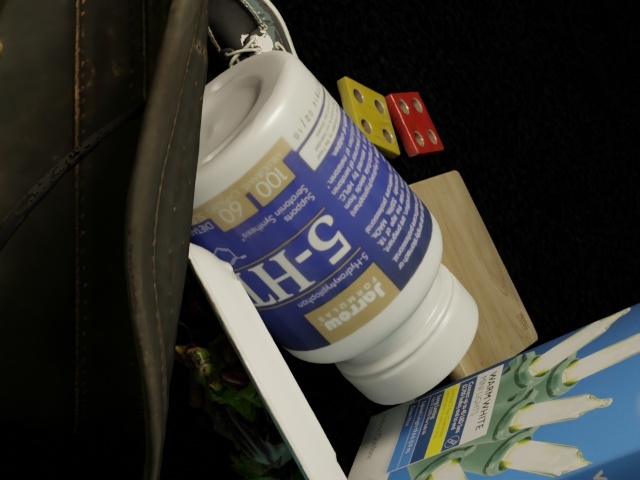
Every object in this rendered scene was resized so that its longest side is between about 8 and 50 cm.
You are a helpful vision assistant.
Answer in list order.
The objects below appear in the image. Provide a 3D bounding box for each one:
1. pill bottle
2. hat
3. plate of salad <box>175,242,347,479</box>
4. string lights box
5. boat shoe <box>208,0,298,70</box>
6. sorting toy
[{"bbox_3d":[0.000,0.000,0.722,0.187,0.112,0.112,46,33,-26],"label":"pill bottle"},{"bbox_3d":[-0.116,-0.033,0.498,0.133,0.331,0.331,5,51,-8],"label":"hat"},{"bbox_3d":[-0.028,0.082,0.606,0.200,0.048,0.200,61,-4,7],"label":"plate of salad"},{"bbox_3d":[0.135,0.113,0.693,0.077,0.259,0.133,53,30,-16],"label":"string lights box"},{"bbox_3d":[-0.038,-0.107,0.822,0.125,0.046,0.038,60,23,-21],"label":"boat shoe"},{"bbox_3d":[0.074,0.021,0.893,0.132,0.046,0.275,-20,84,-61],"label":"sorting toy"}]
